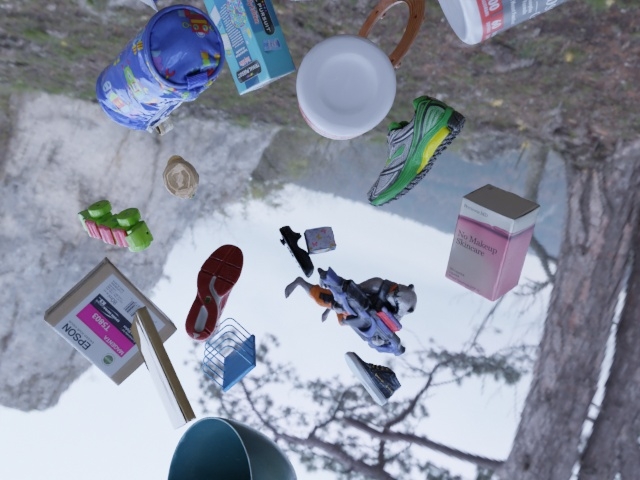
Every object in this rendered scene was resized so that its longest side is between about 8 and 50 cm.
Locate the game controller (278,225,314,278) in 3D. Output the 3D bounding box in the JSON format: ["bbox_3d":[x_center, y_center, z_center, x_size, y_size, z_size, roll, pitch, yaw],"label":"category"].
[{"bbox_3d":[-0.073,0.035,2.096,0.067,0.166,0.319,-21,180,-2],"label":"game controller"}]

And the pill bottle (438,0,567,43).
[{"bbox_3d":[0.401,-0.533,1.293,0.210,0.363,0.210,-24,-90,-84],"label":"pill bottle"}]

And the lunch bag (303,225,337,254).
[{"bbox_3d":[0.000,0.000,1.994,0.083,0.071,0.053,-11,167,-12],"label":"lunch bag"}]

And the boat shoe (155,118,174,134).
[{"bbox_3d":[-0.525,-0.399,2.156,0.063,0.059,0.170,10,144,56],"label":"boat shoe"}]

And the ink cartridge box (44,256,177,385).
[{"bbox_3d":[-0.484,0.188,1.621,0.234,0.193,0.088,48,170,-19],"label":"ink cartridge box"}]

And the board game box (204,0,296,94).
[{"bbox_3d":[-0.197,-0.563,1.784,0.079,0.335,0.254,-25,-168,-21],"label":"board game box"}]

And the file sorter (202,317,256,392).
[{"bbox_3d":[-0.257,0.312,1.938,0.104,0.118,0.170,45,-169,-20],"label":"file sorter"}]

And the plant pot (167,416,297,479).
[{"bbox_3d":[-0.161,0.524,1.470,0.196,0.290,0.290,17,-171,-42],"label":"plant pot"}]

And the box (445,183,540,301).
[{"bbox_3d":[0.413,0.004,1.689,0.149,0.232,0.127,29,-143,34],"label":"box"}]

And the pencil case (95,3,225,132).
[{"bbox_3d":[-0.252,-0.251,1.070,0.119,0.133,0.306,-28,-170,-29],"label":"pencil case"}]

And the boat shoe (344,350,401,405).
[{"bbox_3d":[0.143,0.359,1.915,0.183,0.083,0.065,54,161,-12],"label":"boat shoe"}]

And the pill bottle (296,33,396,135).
[{"bbox_3d":[0.055,-0.370,1.754,0.229,0.228,0.407,23,-175,-3],"label":"pill bottle"}]

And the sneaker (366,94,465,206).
[{"bbox_3d":[0.222,-0.226,1.805,0.146,0.343,0.134,43,-149,11],"label":"sneaker"}]

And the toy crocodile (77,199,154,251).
[{"bbox_3d":[-0.591,-0.034,1.992,0.341,0.115,0.105,13,-141,37],"label":"toy crocodile"}]

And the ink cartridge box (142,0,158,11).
[{"bbox_3d":[-0.475,-0.715,1.637,0.307,0.072,0.303,38,157,46],"label":"ink cartridge box"}]

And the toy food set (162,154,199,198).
[{"bbox_3d":[-0.282,-0.124,1.407,0.083,0.082,0.020,30,-158,9],"label":"toy food set"}]

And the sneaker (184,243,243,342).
[{"bbox_3d":[-0.234,0.119,1.513,0.087,0.221,0.128,25,160,-1],"label":"sneaker"}]

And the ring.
[{"bbox_3d":[0.199,-0.605,2.075,0.032,0.336,0.337,24,-175,-28],"label":"ring"}]

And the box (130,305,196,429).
[{"bbox_3d":[-0.273,0.223,1.192,0.201,0.021,0.164,63,155,9],"label":"box"}]

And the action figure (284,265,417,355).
[{"bbox_3d":[0.080,0.125,1.692,0.330,0.178,0.341,1,142,36],"label":"action figure"}]
